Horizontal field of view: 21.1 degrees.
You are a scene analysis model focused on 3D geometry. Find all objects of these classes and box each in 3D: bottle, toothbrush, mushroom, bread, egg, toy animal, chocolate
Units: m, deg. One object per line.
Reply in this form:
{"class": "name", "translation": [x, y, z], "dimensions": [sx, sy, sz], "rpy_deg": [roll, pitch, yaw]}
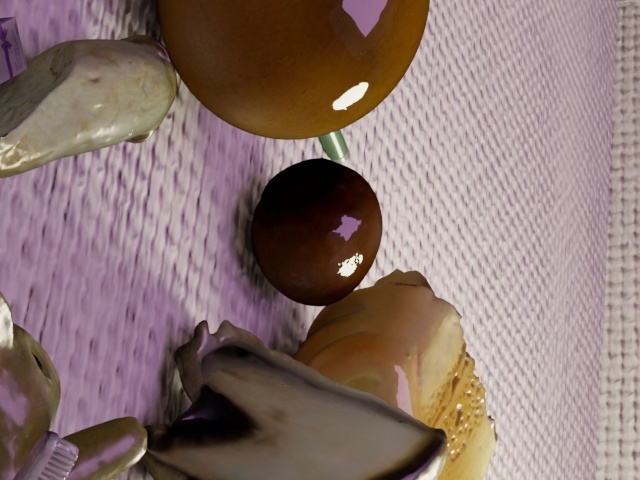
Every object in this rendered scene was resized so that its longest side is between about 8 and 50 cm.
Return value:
{"class": "bottle", "translation": [0.013, -0.134, 2.205], "dimensions": [0.083, 0.030, 0.030], "rpy_deg": [65, 30, -46]}
{"class": "toothbrush", "translation": [-0.258, 0.262, 1.194], "dimensions": [0.029, 0.307, 0.025], "rpy_deg": [31, 7, -23]}
{"class": "mushroom", "translation": [-0.220, -0.122, 1.514], "dimensions": [0.333, 0.087, 0.107], "rpy_deg": [-23, 120, -65]}
{"class": "bread", "translation": [0.061, 0.225, 2.047], "dimensions": [0.270, 0.211, 0.315], "rpy_deg": [-56, 130, -47]}
{"class": "egg", "translation": [-0.027, -0.266, 1.771], "dimensions": [0.282, 0.283, 0.351], "rpy_deg": [63, 21, -46]}
{"class": "toy animal", "translation": [-0.241, 0.142, 1.279], "dimensions": [0.180, 0.181, 0.363], "rpy_deg": [-17, 106, -56]}
{"class": "chocolate", "translation": [0.000, 0.000, 1.975], "dimensions": [0.177, 0.177, 0.176], "rpy_deg": [-4, 90, -69]}
{"class": "mushroom", "translation": [-0.056, 0.233, 1.726], "dimensions": [0.217, 0.292, 0.212], "rpy_deg": [-43, 161, -39]}

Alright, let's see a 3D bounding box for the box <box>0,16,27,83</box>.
{"class": "box", "translation": [-0.287, -0.147, 1.411], "dimensions": [0.117, 0.036, 0.050], "rpy_deg": [-44, 128, -62]}
